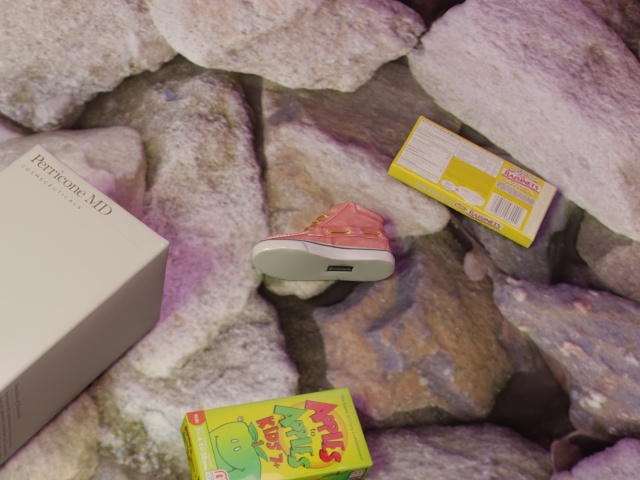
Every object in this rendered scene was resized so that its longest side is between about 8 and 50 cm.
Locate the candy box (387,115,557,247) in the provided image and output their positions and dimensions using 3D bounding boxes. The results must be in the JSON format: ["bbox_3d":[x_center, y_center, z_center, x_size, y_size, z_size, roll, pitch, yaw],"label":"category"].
[{"bbox_3d":[0.199,-0.078,1.455,0.206,0.027,0.105,29,50,5],"label":"candy box"}]

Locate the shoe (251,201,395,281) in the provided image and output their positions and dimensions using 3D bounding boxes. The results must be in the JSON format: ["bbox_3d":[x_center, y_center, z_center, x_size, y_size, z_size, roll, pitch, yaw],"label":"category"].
[{"bbox_3d":[0.000,0.000,1.324,0.178,0.063,0.081,4,53,-20],"label":"shoe"}]

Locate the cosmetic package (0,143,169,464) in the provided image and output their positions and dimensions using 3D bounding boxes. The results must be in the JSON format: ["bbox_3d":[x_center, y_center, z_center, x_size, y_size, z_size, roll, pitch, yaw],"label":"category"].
[{"bbox_3d":[-0.341,0.095,1.099,0.197,0.155,0.365,34,54,13],"label":"cosmetic package"}]

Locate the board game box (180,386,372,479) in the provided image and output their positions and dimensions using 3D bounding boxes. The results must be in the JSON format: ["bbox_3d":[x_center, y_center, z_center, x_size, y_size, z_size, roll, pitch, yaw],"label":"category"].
[{"bbox_3d":[-0.046,0.215,1.165,0.181,0.043,0.092,-6,57,-20],"label":"board game box"}]
